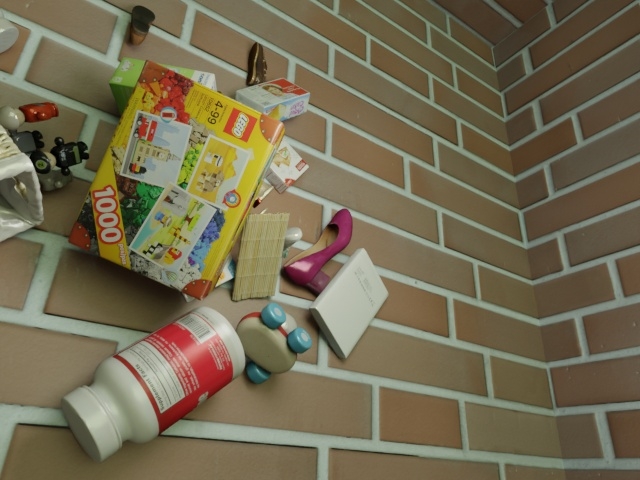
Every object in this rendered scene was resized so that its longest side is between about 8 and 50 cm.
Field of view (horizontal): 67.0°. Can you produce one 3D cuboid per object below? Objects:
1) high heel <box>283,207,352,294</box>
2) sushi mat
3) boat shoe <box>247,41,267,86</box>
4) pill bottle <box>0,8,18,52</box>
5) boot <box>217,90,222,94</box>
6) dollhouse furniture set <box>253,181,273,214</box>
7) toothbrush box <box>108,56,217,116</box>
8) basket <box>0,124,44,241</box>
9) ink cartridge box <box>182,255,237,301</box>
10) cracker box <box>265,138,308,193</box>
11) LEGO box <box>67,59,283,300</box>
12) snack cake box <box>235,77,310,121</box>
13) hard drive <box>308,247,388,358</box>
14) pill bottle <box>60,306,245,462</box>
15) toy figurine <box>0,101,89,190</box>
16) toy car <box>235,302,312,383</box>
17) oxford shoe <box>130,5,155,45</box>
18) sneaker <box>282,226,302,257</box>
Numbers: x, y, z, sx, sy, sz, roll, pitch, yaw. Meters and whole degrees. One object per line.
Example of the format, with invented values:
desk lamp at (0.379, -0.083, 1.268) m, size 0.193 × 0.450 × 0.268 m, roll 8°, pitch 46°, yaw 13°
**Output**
high heel at (0.000, 0.000, 1.765) m, size 0.181 × 0.127 × 0.377 m, roll 39°, pitch 54°, yaw -30°
sushi mat at (-0.189, 0.054, 1.520) m, size 0.152 × 0.316 × 0.019 m, roll -5°, pitch 31°, yaw -32°
boat shoe at (-0.251, -0.701, 1.952) m, size 0.073 × 0.073 × 0.206 m, roll 15°, pitch 68°, yaw -33°
pill bottle at (-0.970, -0.638, 1.341) m, size 0.221 × 0.121 × 0.121 m, roll 44°, pitch 50°, yaw -13°
boot at (-0.354, -0.404, 1.689) m, size 0.152 × 0.073 × 0.197 m, roll 32°, pitch 75°, yaw -55°
dollhouse furniture set at (-0.264, -0.123, 1.545) m, size 0.135 × 0.259 × 0.262 m, roll -42°, pitch 96°, yaw -30°
toothbrush box at (-0.468, -0.423, 1.491) m, size 0.284 × 0.206 × 0.122 m, roll 10°, pitch 60°, yaw 0°
basket at (-0.840, -0.125, 1.050) m, size 0.331 × 0.328 × 0.266 m, roll -35°, pitch 87°, yaw -32°
ink cartridge box at (-0.352, 0.103, 1.501) m, size 0.181 × 0.062 × 0.104 m, roll -29°, pitch 88°, yaw -41°
cracker box at (-0.173, -0.313, 1.828) m, size 0.232 × 0.067 × 0.155 m, roll 47°, pitch 49°, yaw -10°
LEGO box at (-0.368, -0.151, 1.294) m, size 0.373 × 0.193 × 0.499 m, roll 24°, pitch 93°, yaw -4°
snack cake box at (-0.185, -0.537, 1.870) m, size 0.152 × 0.089 × 0.264 m, roll 35°, pitch 44°, yaw 23°
hard drive at (0.115, 0.223, 1.773) m, size 0.353 × 0.047 × 0.232 m, roll -48°, pitch 117°, yaw -41°
pill bottle at (-0.412, 0.355, 1.227) m, size 0.408 × 0.229 × 0.228 m, roll -30°, pitch 89°, yaw -41°
toy figurine at (-0.744, -0.235, 1.264) m, size 0.213 × 0.210 × 0.148 m, roll 55°, pitch 38°, yaw -4°
toy car at (-0.151, 0.279, 1.518) m, size 0.210 × 0.219 × 0.238 m, roll 45°, pitch 21°, yaw -10°
oxford shoe at (-0.634, -0.755, 1.692) m, size 0.076 × 0.076 × 0.212 m, roll 22°, pitch 42°, yaw -25°
sneaker at (-0.125, 0.016, 1.616) m, size 0.080 × 0.212 × 0.094 m, roll -33°, pitch 105°, yaw -40°
